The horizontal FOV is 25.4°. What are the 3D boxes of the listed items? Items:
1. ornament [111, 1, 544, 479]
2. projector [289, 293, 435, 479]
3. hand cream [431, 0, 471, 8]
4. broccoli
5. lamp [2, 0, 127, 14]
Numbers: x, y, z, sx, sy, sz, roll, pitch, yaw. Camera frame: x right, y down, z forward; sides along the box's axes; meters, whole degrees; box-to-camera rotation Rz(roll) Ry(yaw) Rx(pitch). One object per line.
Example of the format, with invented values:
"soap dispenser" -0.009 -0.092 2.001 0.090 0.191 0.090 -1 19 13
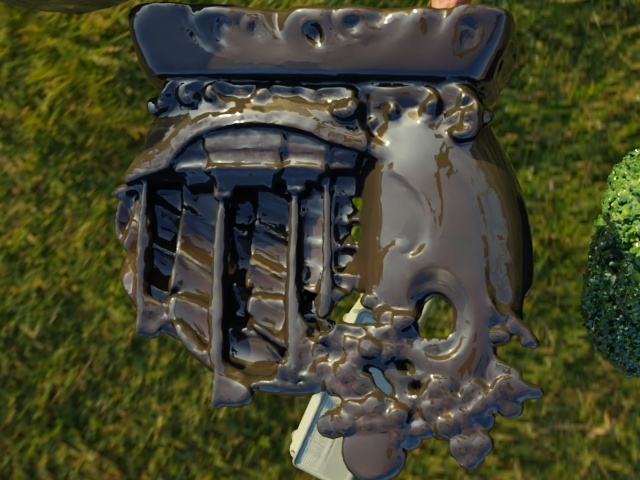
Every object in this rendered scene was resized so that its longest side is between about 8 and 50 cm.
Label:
"ornament" 0.000 0.000 0.779 0.251 0.106 0.260 3 77 10
"projector" 0.033 0.110 1.153 0.061 0.115 0.147 26 108 7
"hand cream" 0.114 -0.160 1.308 0.038 0.052 0.216 9 99 40
"broccoli" 0.253 0.020 0.882 0.156 0.195 0.195 0 116 50
"lamp" -0.169 -0.251 0.843 0.250 0.250 0.284 54 146 -12
